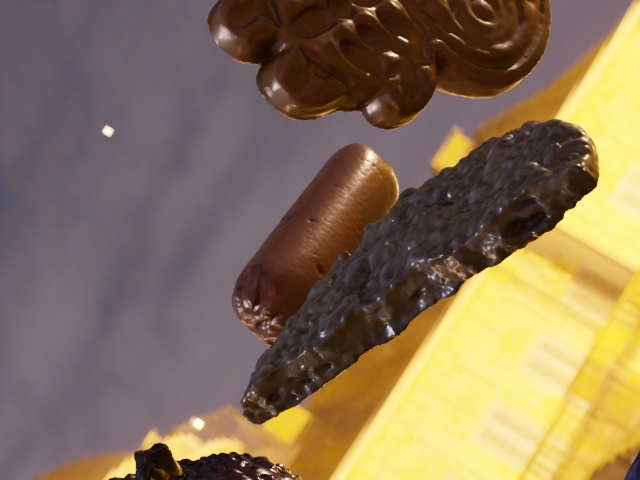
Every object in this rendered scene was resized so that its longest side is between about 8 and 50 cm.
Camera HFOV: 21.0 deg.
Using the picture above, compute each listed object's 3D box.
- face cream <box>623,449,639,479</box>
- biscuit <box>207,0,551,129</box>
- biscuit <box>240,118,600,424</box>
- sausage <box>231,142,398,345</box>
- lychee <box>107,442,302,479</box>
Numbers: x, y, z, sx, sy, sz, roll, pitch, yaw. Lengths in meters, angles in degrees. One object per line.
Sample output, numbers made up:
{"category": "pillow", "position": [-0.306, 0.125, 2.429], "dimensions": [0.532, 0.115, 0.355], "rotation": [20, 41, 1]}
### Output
{"category": "face cream", "position": [0.326, 0.218, 1.092], "dimensions": [0.249, 0.249, 0.225], "rotation": [-58, 11, -4]}
{"category": "biscuit", "position": [0.048, -0.174, 1.207], "dimensions": [0.289, 0.202, 0.044], "rotation": [-25, -17, -41]}
{"category": "biscuit", "position": [0.055, 0.001, 0.922], "dimensions": [0.250, 0.032, 0.133], "rotation": [-38, 16, 32]}
{"category": "sausage", "position": [0.000, 0.001, 1.606], "dimensions": [0.289, 0.086, 0.086], "rotation": [-55, -14, -54]}
{"category": "lychee", "position": [-0.102, 0.291, 1.396], "dimensions": [0.260, 0.261, 0.260], "rotation": [-50, -20, -25]}
